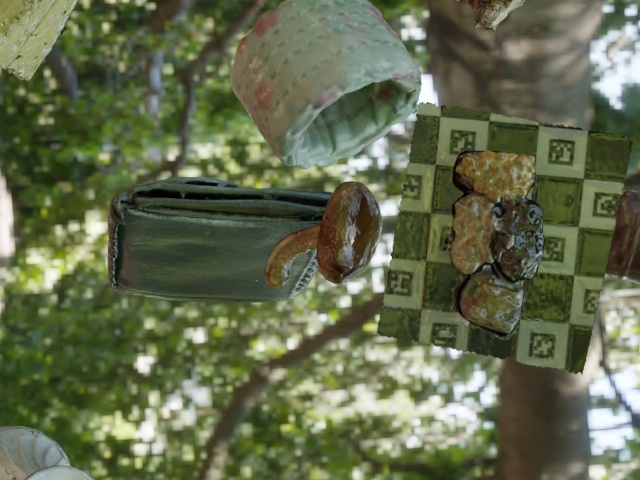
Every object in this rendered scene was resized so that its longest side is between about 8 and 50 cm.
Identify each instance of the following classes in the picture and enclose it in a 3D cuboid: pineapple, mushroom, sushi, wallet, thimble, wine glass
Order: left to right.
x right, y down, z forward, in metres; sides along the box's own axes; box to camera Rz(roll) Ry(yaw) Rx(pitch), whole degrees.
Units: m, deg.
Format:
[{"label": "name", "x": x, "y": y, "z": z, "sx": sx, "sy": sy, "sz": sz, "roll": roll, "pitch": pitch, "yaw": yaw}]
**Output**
[{"label": "wine glass", "x": -0.374, "y": 0.332, "z": 1.796, "sx": 0.196, "sy": 0.165, "sz": 0.164, "roll": 3, "pitch": -83, "yaw": 59}, {"label": "wallet", "x": -0.114, "y": 0.000, "z": 1.515, "sx": 0.342, "sy": 0.237, "sz": 0.075, "roll": 118, "pitch": -29, "yaw": -72}, {"label": "mushroom", "x": 0.009, "y": 0.007, "z": 1.247, "sx": 0.073, "sy": 0.129, "sz": 0.088, "roll": 45, "pitch": 23, "yaw": -5}, {"label": "thimble", "x": 0.013, "y": -0.192, "z": 1.625, "sx": 0.149, "sy": 0.211, "sz": 0.185, "roll": 58, "pitch": -32, "yaw": 24}, {"label": "pineapple", "x": 0.189, "y": -0.260, "z": 1.484, "sx": 0.077, "sy": 0.114, "sz": 0.114, "roll": 63, "pitch": 40, "yaw": -43}, {"label": "sushi", "x": 0.160, "y": -0.003, "z": 1.197, "sx": 0.050, "sy": 0.192, "sz": 0.215, "roll": -10, "pitch": 111, "yaw": -87}]

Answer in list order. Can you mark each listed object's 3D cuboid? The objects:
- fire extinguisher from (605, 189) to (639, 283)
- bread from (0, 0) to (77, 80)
[{"label": "fire extinguisher", "x": 0.401, "y": -0.007, "z": 1.550, "sx": 0.102, "sy": 0.344, "sz": 0.138, "roll": 87, "pitch": 21, "yaw": -59}, {"label": "bread", "x": -0.405, "y": -0.407, "z": 1.874, "sx": 0.248, "sy": 0.315, "sz": 0.279, "roll": 47, "pitch": -9, "yaw": 4}]
